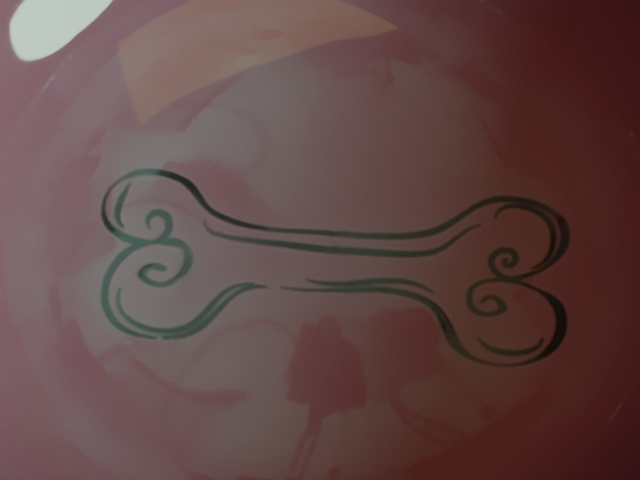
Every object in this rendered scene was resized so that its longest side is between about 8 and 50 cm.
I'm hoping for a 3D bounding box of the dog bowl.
[{"bbox_3d":[0.000,0.000,0.518,0.408,0.150,0.408,0,59,0],"label":"dog bowl"}]
